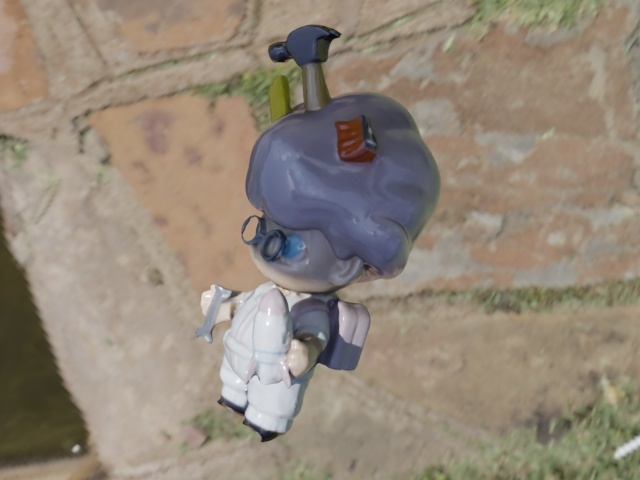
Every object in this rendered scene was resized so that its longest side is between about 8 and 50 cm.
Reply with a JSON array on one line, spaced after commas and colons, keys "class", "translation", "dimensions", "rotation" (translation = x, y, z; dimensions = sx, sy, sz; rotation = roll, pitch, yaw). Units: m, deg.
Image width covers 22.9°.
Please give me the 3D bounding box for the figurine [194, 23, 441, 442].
[{"class": "figurine", "translation": [0.000, 0.000, 0.891], "dimensions": [0.112, 0.137, 0.229], "rotation": [15, 98, -29]}]
